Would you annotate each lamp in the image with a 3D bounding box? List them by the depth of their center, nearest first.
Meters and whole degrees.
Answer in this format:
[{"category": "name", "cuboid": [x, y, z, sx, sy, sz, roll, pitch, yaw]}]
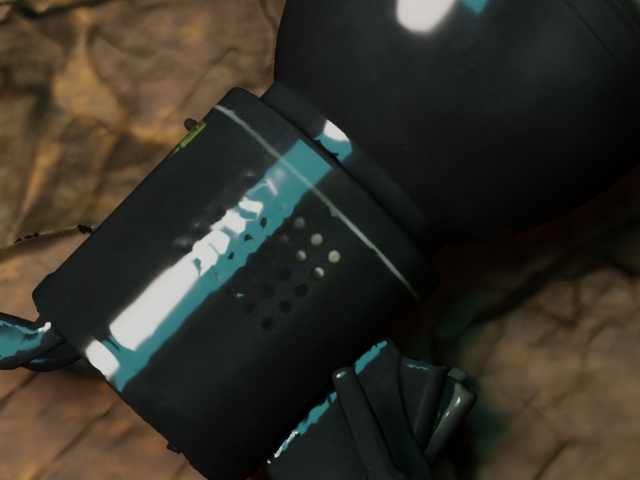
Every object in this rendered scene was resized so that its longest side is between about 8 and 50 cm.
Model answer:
[{"category": "lamp", "cuboid": [0.000, 0.000, 0.515, 0.172, 0.147, 0.227, 42, 87, 3]}]
